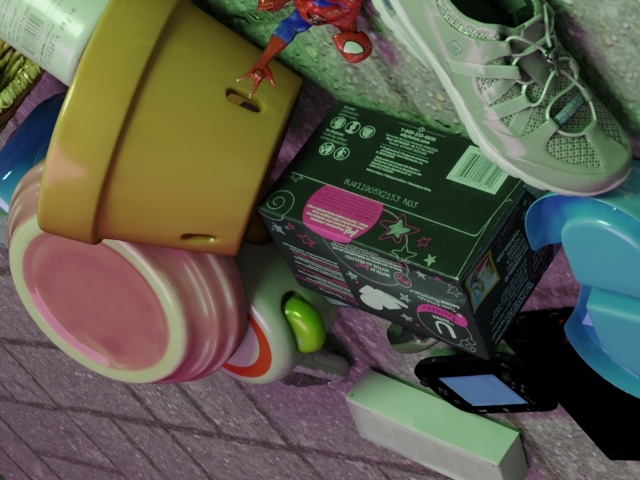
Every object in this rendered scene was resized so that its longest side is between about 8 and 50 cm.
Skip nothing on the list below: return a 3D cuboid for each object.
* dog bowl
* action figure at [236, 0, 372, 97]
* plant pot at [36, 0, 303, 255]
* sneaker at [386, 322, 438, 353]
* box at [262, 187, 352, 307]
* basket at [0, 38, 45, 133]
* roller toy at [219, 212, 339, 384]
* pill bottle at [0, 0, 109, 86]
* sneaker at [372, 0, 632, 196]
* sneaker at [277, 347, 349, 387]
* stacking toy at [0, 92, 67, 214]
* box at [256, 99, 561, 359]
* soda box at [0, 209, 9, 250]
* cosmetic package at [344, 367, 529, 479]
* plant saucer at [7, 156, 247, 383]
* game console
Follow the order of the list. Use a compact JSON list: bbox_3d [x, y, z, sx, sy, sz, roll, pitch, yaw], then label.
[{"bbox_3d":[0.303,0.039,1.411,0.166,0.074,0.297,14,144,40],"label":"dog bowl"},{"bbox_3d":[-0.065,-0.248,1.361,0.280,0.139,0.091,45,154,-19],"label":"action figure"},{"bbox_3d":[-0.146,-0.109,1.549,0.204,0.290,0.291,21,153,-2],"label":"plant pot"},{"bbox_3d":[0.113,0.046,1.654,0.130,0.087,0.227,42,151,-2],"label":"sneaker"},{"bbox_3d":[0.000,0.000,1.749,0.054,0.059,0.169,4,137,48],"label":"box"},{"bbox_3d":[-0.472,-0.248,1.714,0.299,0.213,0.223,43,130,-6],"label":"basket"},{"bbox_3d":[-0.081,0.067,1.863,0.209,0.146,0.191,43,144,2],"label":"roller toy"},{"bbox_3d":[-0.322,-0.281,1.633,0.229,0.131,0.131,35,154,7],"label":"pill bottle"},{"bbox_3d":[0.163,-0.147,1.255,0.281,0.105,0.115,42,154,-7],"label":"sneaker"},{"bbox_3d":[-0.061,0.125,1.998,0.232,0.115,0.090,19,154,-21],"label":"sneaker"},{"bbox_3d":[-0.358,-0.080,2.014,0.166,0.175,0.302,38,168,-10],"label":"stacking toy"},{"bbox_3d":[0.093,-0.015,1.492,0.247,0.163,0.142,20,152,33],"label":"box"},{"bbox_3d":[-0.504,-0.056,2.260,0.286,0.098,0.091,11,144,44],"label":"soda box"},{"bbox_3d":[0.153,0.254,1.957,0.239,0.060,0.099,21,151,31],"label":"cosmetic package"},{"bbox_3d":[-0.248,0.050,1.782,0.332,0.084,0.332,18,133,21],"label":"plant saucer"},{"bbox_3d":[0.249,0.175,1.730,0.213,0.044,0.361,48,153,-17],"label":"game console"}]
